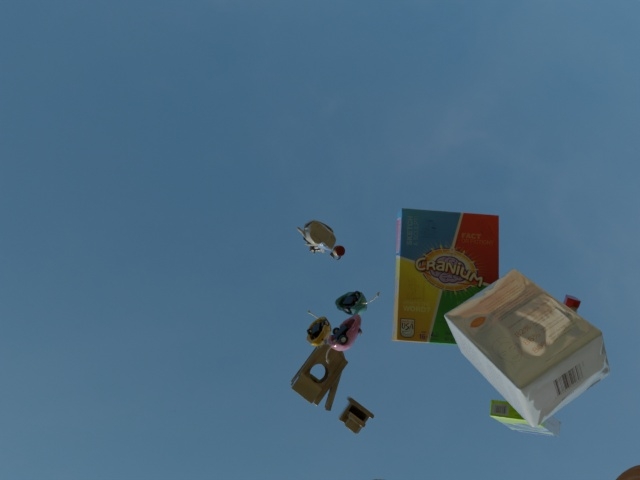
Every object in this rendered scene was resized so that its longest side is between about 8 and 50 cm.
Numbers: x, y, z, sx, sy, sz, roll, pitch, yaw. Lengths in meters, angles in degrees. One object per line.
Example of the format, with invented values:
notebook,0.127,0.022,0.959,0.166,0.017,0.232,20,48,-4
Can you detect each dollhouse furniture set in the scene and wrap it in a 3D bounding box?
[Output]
dollhouse furniture set,0.042,0.256,0.955,0.161,0.182,0.101,37,-101,4

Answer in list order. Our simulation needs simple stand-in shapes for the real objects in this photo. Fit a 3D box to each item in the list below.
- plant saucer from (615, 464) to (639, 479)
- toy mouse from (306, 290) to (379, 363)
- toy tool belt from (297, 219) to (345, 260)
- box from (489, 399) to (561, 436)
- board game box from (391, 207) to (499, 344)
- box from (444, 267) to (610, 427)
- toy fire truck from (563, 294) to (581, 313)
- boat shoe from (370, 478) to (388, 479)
plant saucer,0.332,0.273,0.581,0.013,0.083,0.083,38,-112,-3
toy mouse,0.042,0.126,0.855,0.143,0.161,0.031,-35,-70,16
toy tool belt,0.000,0.000,0.959,0.083,0.051,0.052,40,-115,-27
box,0.472,0.409,1.262,0.178,0.109,0.042,37,-122,-42
board game box,0.300,0.089,1.321,0.242,0.064,0.316,4,-102,-2
box,0.279,0.141,0.760,0.130,0.170,0.091,-33,-57,-4
toy fire truck,0.597,0.172,1.404,0.135,0.192,0.047,17,-76,11
boat shoe,0.158,0.499,0.876,0.110,0.341,0.121,25,-90,-40
